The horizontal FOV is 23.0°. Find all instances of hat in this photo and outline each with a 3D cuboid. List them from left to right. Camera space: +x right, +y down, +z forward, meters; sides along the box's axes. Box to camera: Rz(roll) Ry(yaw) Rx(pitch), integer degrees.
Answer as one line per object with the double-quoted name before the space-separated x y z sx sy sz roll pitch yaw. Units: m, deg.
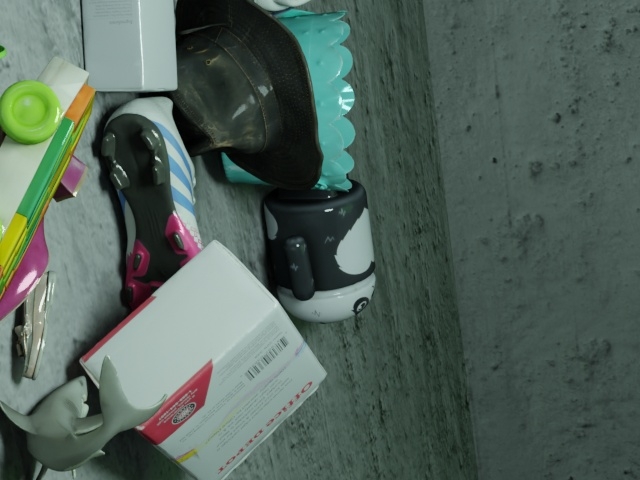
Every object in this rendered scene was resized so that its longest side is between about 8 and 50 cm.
"hat" -0.141 -0.185 2.065 0.134 0.331 0.331 -28 123 -28

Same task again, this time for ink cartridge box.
"ink cartridge box" -0.137 0.162 1.954 0.226 0.131 0.306 -43 158 -7

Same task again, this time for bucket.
"bucket" -0.048 -0.207 2.329 0.281 0.183 0.281 -2 90 -85

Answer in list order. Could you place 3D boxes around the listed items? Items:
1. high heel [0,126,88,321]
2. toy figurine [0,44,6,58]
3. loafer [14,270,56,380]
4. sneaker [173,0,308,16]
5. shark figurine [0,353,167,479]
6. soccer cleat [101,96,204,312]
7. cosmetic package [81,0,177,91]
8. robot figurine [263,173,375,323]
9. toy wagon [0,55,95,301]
"high heel" -0.334 -0.027 1.663 0.117 0.082 0.244 43 55 -30
"toy figurine" -0.376 -0.101 1.461 0.173 0.130 0.159 -15 114 -51
"loafer" -0.321 0.092 1.737 0.045 0.039 0.125 138 -38 -67
"sneaker" -0.066 -0.388 2.257 0.323 0.236 0.130 -44 131 -68
"shark figurine" -0.286 0.195 1.677 0.116 0.278 0.166 42 70 -16
"soccer cleat" -0.194 -0.028 2.016 0.143 0.116 0.331 -57 143 -63
"cosmetic package" -0.239 -0.299 1.949 0.117 0.085 0.231 -14 104 -73
"robot figurine" 0.003 -0.001 2.566 0.209 0.173 0.278 -17 111 -27
"toy wagon" -0.314 -0.004 1.489 0.267 0.068 0.344 139 -25 -76
